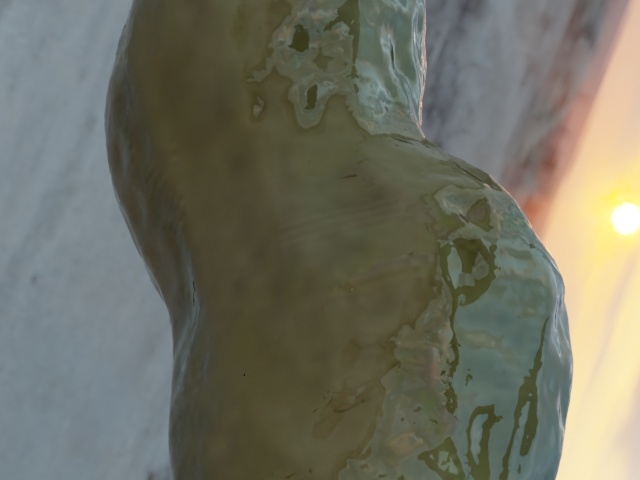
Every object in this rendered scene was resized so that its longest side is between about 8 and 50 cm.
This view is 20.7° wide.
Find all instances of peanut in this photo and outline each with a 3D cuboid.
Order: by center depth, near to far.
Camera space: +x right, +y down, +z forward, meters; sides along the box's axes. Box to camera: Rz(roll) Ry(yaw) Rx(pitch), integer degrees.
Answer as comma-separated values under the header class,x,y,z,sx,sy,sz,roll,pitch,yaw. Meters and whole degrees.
class,x,y,z,sx,sy,sz,roll,pitch,yaw
peanut,0.000,0.000,0.493,0.101,0.117,0.263,72,1,-61
